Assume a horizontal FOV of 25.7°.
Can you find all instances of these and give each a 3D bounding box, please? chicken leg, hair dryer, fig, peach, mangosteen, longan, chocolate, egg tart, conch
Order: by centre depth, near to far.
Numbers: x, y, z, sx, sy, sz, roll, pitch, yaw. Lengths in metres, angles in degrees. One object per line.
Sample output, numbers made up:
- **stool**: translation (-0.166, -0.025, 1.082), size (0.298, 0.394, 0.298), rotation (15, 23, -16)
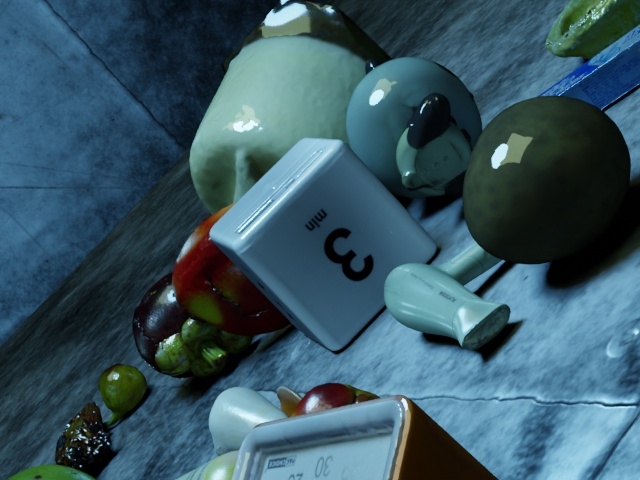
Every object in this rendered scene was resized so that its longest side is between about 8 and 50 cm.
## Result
- **peach**: translation (0.016, 0.194, 1.415), size (0.100, 0.101, 0.101), rotation (-40, 15, 13)
- **longan**: translation (0.221, -0.061, 1.443), size (0.185, 0.159, 0.204), rotation (-52, 24, -20)
- **hair dryer**: translation (0.196, 0.023, 1.516), size (0.237, 0.075, 0.206), rotation (-38, 20, -13)
- **conch**: translation (-0.057, 0.206, 1.577), size (0.176, 0.104, 0.094), rotation (-18, 68, 51)
- **egg tart**: translation (0.386, -0.308, 1.881), size (0.197, 0.078, 0.197), rotation (-42, 13, 12)
- **peach**: translation (-0.074, 0.032, 1.924), size (0.279, 0.189, 0.068), rotation (-34, 13, 9)
- **mangosteen**: translation (-0.189, 0.130, 2.049), size (0.166, 0.166, 0.180), rotation (-44, 39, -4)
- **chocolate**: translation (-0.047, -0.136, 2.050), size (0.314, 0.326, 0.297), rotation (-35, 12, 49)
- **chicken leg**: translation (-0.365, 0.313, 2.157), size (0.105, 0.063, 0.234), rotation (-45, 14, -5)
- **fig**: translation (-0.317, 0.245, 2.231), size (0.084, 0.082, 0.098), rotation (-11, 69, 36)

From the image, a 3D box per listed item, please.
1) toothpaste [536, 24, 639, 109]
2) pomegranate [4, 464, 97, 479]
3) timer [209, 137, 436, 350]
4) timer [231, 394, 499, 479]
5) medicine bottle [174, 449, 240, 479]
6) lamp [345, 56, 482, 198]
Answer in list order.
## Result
- **toothpaste**: translation (0.331, -0.188, 1.730), size (0.272, 0.053, 0.066), rotation (-35, 16, 30)
- **pomegranate**: translation (-0.331, 0.373, 1.706), size (0.202, 0.202, 0.248), rotation (-45, -16, -7)
- **timer**: translation (0.000, 0.000, 1.802), size (0.192, 0.195, 0.194), rotation (-45, 15, -7)
- **timer**: translation (0.007, 0.275, 1.087), size (0.257, 0.161, 0.250), rotation (-21, 34, 55)
- **medicine bottle**: translation (-0.068, 0.264, 1.377), size (0.212, 0.122, 0.122), rotation (-32, 18, 35)
- **lamp**: translation (0.133, -0.142, 1.858), size (0.197, 0.198, 0.244), rotation (-43, 23, 3)
